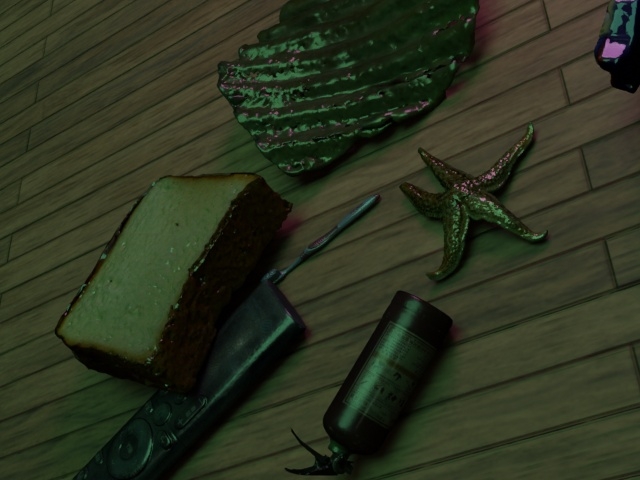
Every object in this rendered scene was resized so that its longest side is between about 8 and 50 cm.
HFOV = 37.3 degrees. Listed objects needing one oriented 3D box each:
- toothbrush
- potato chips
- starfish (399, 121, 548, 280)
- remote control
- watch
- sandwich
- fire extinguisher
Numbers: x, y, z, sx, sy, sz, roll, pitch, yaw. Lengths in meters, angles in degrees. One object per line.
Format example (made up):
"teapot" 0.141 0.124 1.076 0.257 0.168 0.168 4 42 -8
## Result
"toothbrush" 0.000 0.000 1.218 0.193 0.019 0.013 -37 45 12
"potato chips" 0.033 -0.290 1.324 0.389 0.097 0.373 -34 45 15
"starfish" 0.175 -0.053 1.099 0.217 0.050 0.223 -49 48 -9
"remote control" -0.174 0.212 1.202 0.377 0.044 0.107 -45 38 6
"watch" 0.405 -0.227 0.950 0.200 0.171 0.196 12 83 31
"sandwich" -0.208 0.049 1.275 0.271 0.099 0.301 3 59 51
"fire extinguisher" 0.046 0.160 1.020 0.231 0.099 0.071 -57 22 -7
